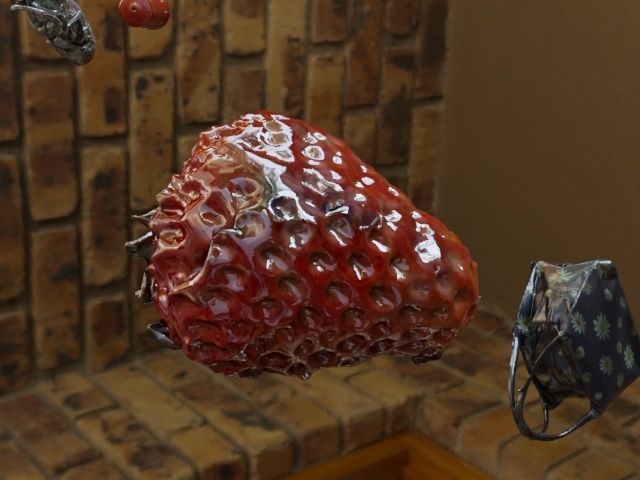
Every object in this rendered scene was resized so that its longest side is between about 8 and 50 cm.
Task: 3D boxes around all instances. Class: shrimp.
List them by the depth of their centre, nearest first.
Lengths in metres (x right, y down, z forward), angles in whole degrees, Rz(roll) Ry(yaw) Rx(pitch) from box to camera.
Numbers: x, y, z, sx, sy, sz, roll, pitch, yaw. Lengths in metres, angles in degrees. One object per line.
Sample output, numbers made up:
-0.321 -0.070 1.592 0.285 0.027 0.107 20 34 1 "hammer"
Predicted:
-0.343 -0.289 1.312 0.190 0.074 0.073 65 21 -61 "shrimp"

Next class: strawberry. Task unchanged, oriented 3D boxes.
-0.016 0.006 0.863 0.280 0.253 0.150 38 -33 16 "strawberry"

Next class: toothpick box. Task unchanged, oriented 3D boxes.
-0.231 -0.300 1.348 0.047 0.083 0.047 2 -80 9 "toothpick box"

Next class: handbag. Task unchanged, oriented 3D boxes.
0.177 0.093 0.779 0.072 0.139 0.115 1 -55 42 "handbag"
